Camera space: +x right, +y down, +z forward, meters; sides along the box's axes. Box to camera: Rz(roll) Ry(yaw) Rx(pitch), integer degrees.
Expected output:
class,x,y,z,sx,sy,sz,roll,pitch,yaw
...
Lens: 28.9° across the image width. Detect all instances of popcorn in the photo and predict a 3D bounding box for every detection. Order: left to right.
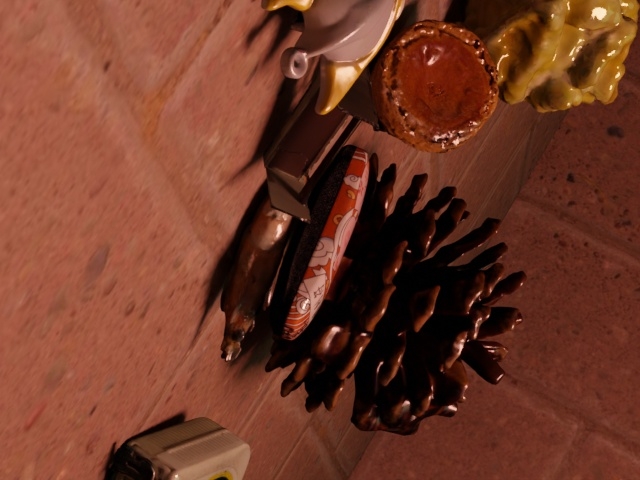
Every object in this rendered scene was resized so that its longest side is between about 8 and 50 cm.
class,x,y,z,sx,sy,sz,roll,pitch,yaw
popcorn,0.355,-0.330,1.899,0.312,0.312,0.312,-55,165,-22

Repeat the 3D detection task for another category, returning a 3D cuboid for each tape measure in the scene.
class,x,y,z,sx,sy,sz,roll,pitch,yaw
tape measure,-0.210,0.339,1.616,0.235,0.115,0.207,-7,125,-63

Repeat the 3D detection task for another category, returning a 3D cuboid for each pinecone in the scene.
class,x,y,z,sx,sy,sz,roll,pitch,yaw
pinecone,0.113,0.083,1.785,0.397,0.398,0.397,-55,165,-22

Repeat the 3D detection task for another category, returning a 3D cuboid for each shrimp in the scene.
class,x,y,z,sx,sy,sz,roll,pitch,yaw
shrimp,-0.075,0.024,1.576,0.145,0.059,0.254,-48,159,-73

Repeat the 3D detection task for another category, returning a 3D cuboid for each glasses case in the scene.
class,x,y,z,sx,sy,sz,roll,pitch,yaw
glasses case,0.000,0.000,1.547,0.103,0.067,0.266,102,8,-65

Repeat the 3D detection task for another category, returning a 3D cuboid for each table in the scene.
class,x,y,z,sx,sy,sz,roll,pitch,yaw
table,-0.003,-0.129,1.414,0.146,0.062,0.175,-54,-155,27

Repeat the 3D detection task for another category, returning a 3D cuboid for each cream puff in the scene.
class,x,y,z,sx,sy,sz,roll,pitch,yaw
cream puff,0.134,-0.198,1.712,0.183,0.183,0.169,-57,-169,-17

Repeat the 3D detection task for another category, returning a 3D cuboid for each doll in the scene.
class,x,y,z,sx,sy,sz,roll,pitch,yaw
doll,0.046,-0.277,1.312,0.316,0.103,0.145,-59,163,-31
